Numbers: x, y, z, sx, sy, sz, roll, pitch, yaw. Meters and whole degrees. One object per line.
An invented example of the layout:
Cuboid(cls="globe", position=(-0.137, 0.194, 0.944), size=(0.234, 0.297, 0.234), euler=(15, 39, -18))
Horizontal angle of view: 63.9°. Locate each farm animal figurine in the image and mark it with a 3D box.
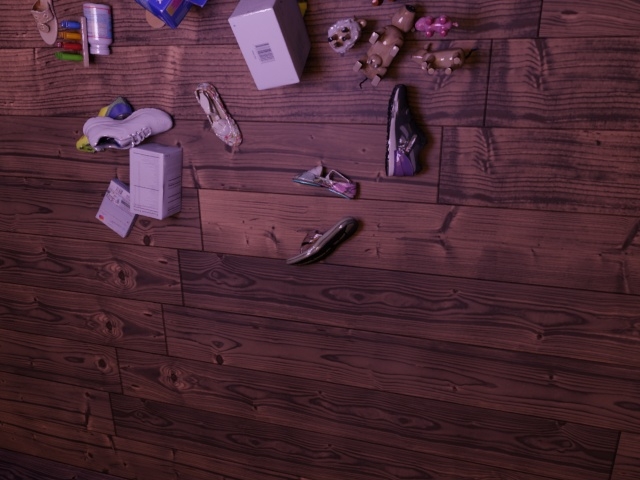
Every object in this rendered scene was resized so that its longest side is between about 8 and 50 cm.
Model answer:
Cuboid(cls="farm animal figurine", position=(0.230, -0.572, 1.477), size=(0.327, 0.172, 0.330), euler=(-33, 104, 37))

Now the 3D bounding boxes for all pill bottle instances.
Cuboid(cls="pill bottle", position=(-0.763, -0.725, 1.763), size=(0.087, 0.087, 0.160), euler=(11, 112, 14))

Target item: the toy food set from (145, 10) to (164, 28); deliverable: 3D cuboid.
Cuboid(cls="toy food set", position=(-0.552, -0.757, 1.723), size=(0.083, 0.020, 0.083), euler=(-16, 104, 22))

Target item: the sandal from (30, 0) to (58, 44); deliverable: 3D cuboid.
Cuboid(cls="sandal", position=(-0.987, -0.817, 1.805), size=(0.088, 0.079, 0.239), euler=(17, 113, 11))

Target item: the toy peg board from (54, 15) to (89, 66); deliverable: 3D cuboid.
Cuboid(cls="toy peg board", position=(-0.865, -0.689, 1.768), size=(0.161, 0.079, 0.160), euler=(29, 121, 47))

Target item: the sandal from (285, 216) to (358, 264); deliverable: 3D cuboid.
Cuboid(cls="sandal", position=(0.002, -0.001, 1.780), size=(0.303, 0.120, 0.086), euler=(-38, 67, 23))

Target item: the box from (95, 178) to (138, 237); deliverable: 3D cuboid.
Cuboid(cls="box", position=(-0.782, -0.125, 2.006), size=(0.145, 0.038, 0.186), euler=(35, 114, 3))

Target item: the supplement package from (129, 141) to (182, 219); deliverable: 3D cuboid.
Cuboid(cls="supplement package", position=(-0.596, -0.218, 1.862), size=(0.139, 0.134, 0.243), euler=(13, 112, 13))

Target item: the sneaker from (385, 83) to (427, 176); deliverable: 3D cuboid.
Cuboid(cls="sneaker", position=(0.269, -0.338, 1.586), size=(0.124, 0.107, 0.283), euler=(1, 113, 2))

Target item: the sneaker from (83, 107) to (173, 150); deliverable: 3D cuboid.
Cuboid(cls="sneaker", position=(-0.657, -0.371, 1.779), size=(0.297, 0.129, 0.111), euler=(-17, 144, -14))

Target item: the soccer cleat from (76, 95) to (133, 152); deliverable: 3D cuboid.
Cuboid(cls="soccer cleat", position=(-0.797, -0.422, 1.893), size=(0.289, 0.093, 0.121), euler=(-27, 74, 27))

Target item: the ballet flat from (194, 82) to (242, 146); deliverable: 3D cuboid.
Cuboid(cls="ballet flat", position=(-0.358, -0.423, 1.749), size=(0.091, 0.077, 0.240), euler=(-28, 99, 23))

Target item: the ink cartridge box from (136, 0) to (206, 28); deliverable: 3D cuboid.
Cuboid(cls="ink cartridge box", position=(-0.461, -0.804, 1.449), size=(0.396, 0.151, 0.270), euler=(35, 93, -5))

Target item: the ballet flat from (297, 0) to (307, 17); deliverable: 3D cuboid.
Cuboid(cls="ballet flat", position=(-0.154, -0.728, 1.585), size=(0.231, 0.077, 0.077), euler=(16, 129, 9))

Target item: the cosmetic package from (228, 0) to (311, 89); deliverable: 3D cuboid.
Cuboid(cls="cosmetic package", position=(-0.136, -0.604, 1.495), size=(0.138, 0.224, 0.224), euler=(-6, 136, 18))

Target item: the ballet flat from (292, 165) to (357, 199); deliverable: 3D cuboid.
Cuboid(cls="ballet flat", position=(0.019, -0.202, 1.718), size=(0.222, 0.077, 0.079), euler=(18, 94, 6))
